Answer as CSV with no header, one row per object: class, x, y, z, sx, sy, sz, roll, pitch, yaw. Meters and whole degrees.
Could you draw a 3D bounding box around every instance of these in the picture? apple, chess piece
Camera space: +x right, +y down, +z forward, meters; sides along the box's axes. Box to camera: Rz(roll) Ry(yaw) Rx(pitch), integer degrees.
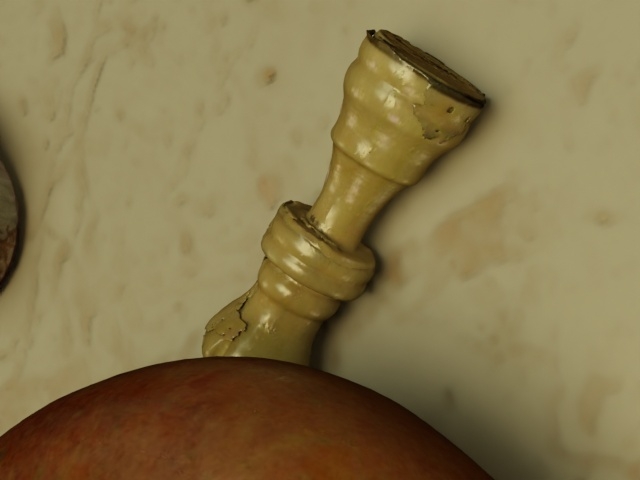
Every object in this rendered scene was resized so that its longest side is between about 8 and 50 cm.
apple,-0.021,0.164,0.542,0.253,0.253,0.253,-3,84,29
chess piece,0.001,0.000,0.630,0.060,0.060,0.172,39,107,26

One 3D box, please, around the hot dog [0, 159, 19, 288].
hot dog,-0.266,-0.006,0.768,0.268,0.075,0.144,-14,81,30
